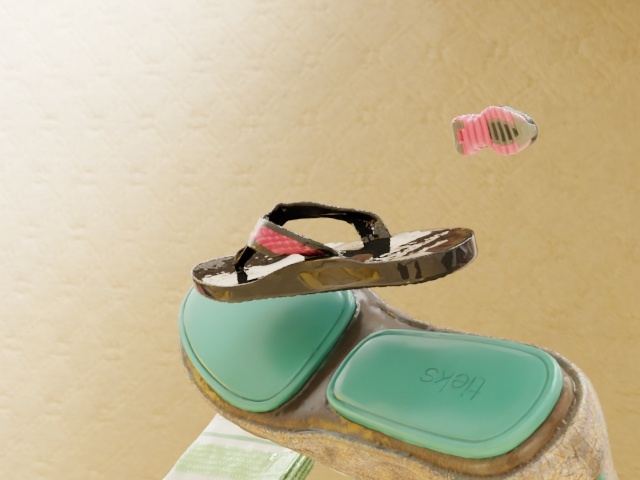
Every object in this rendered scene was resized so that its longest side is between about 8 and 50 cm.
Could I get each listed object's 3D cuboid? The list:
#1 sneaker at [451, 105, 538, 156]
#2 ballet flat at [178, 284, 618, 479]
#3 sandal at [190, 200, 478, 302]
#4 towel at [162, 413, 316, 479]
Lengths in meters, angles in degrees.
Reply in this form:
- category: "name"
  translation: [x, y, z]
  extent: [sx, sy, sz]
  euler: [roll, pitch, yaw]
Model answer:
- category: "sneaker"
  translation: [0.172, -0.105, 1.005]
  extent: [0.119, 0.057, 0.047]
  euler: [12, 113, 65]
- category: "ballet flat"
  translation: [0.026, 0.088, 0.560]
  extent: [0.107, 0.106, 0.316]
  euler: [-45, 30, -15]
- category: "sandal"
  translation: [0.000, 0.000, 0.522]
  extent: [0.179, 0.067, 0.040]
  euler: [-8, 105, 49]
- category: "towel"
  translation: [-0.047, 0.139, 0.738]
  extent: [0.113, 0.023, 0.152]
  euler: [-2, 34, 37]
